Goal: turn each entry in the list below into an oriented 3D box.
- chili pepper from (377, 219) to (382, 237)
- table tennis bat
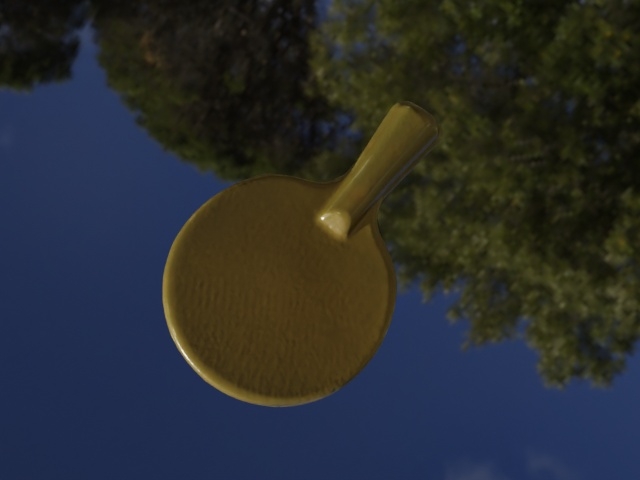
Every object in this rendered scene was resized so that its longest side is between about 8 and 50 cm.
[{"bbox_3d":[-0.005,0.052,1.584,0.122,0.279,0.065,33,-155,-11],"label":"chili pepper"},{"bbox_3d":[0.000,0.000,1.197,0.198,0.050,0.321,39,-109,1],"label":"table tennis bat"}]
